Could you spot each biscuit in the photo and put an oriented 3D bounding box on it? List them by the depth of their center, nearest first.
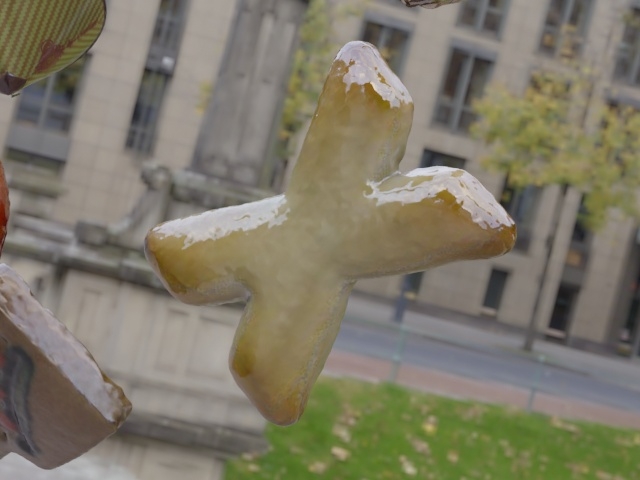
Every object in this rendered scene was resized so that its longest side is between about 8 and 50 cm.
[{"bbox_3d":[-0.241,0.055,0.917,0.301,0.278,0.043,19,47,32],"label":"biscuit"},{"bbox_3d":[-0.001,-0.001,0.924,0.164,0.208,0.047,52,18,9],"label":"biscuit"}]

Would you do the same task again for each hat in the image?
[{"bbox_3d":[-0.277,-0.162,1.284,0.193,0.082,0.193,-10,-27,-6],"label":"hat"}]

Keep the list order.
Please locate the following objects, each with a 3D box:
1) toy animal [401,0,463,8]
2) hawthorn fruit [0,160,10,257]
[{"bbox_3d":[0.019,-0.207,0.566,0.256,0.195,0.213,49,14,16],"label":"toy animal"},{"bbox_3d":[-0.237,-0.006,0.742,0.200,0.179,0.179,55,6,5],"label":"hawthorn fruit"}]
